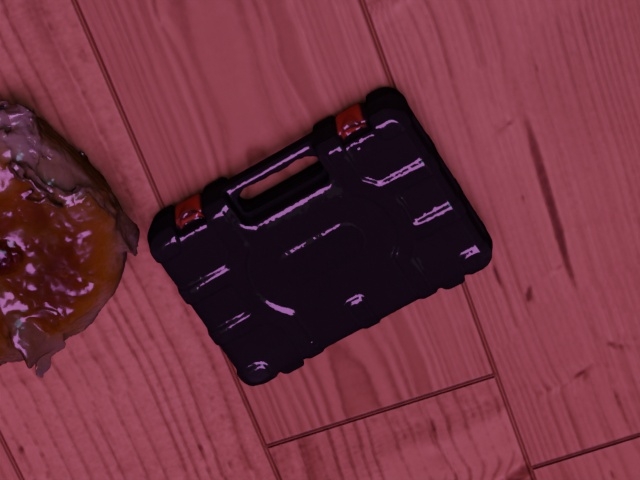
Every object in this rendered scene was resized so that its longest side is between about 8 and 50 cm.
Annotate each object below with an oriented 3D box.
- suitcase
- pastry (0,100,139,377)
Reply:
[{"bbox_3d":[0.000,0.000,1.913,0.285,0.066,0.206,-29,115,12],"label":"suitcase"},{"bbox_3d":[-0.306,0.002,1.873,0.236,0.121,0.257,-36,111,15],"label":"pastry"}]
